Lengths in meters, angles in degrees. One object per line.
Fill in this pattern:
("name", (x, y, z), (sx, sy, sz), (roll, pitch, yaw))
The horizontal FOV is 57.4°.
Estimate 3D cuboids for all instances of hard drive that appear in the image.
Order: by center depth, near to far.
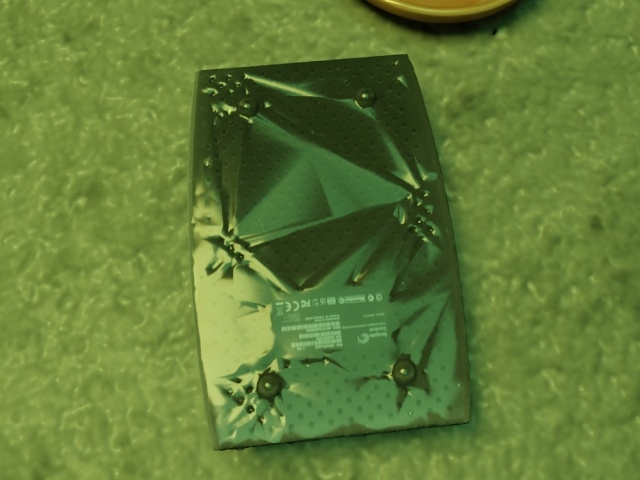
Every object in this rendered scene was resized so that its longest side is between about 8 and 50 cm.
("hard drive", (0.000, 0.000, 0.397), (0.171, 0.054, 0.255), (-6, 73, -3))

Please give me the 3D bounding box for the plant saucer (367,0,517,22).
("plant saucer", (0.096, -0.262, 0.487), (0.199, 0.037, 0.200), (0, 73, 0))
